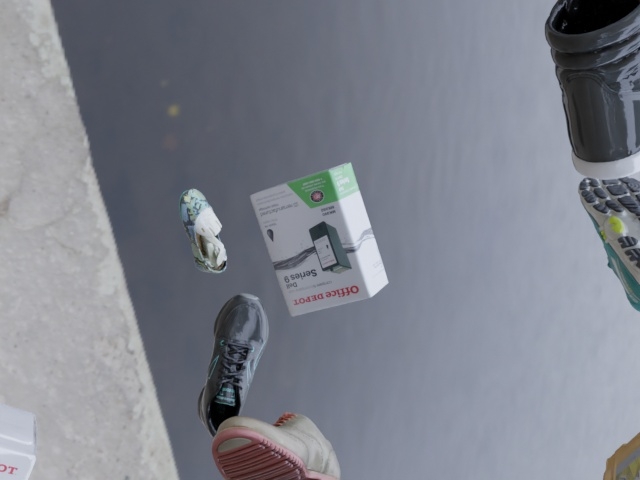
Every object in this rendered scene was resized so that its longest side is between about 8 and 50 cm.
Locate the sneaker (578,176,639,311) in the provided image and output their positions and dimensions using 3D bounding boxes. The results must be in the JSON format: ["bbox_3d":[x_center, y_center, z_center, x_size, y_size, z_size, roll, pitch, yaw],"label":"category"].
[{"bbox_3d":[0.455,-0.006,1.201,0.275,0.106,0.110,-90,176,-50],"label":"sneaker"}]

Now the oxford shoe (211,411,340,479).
[{"bbox_3d":[-0.071,0.336,1.284,0.348,0.122,0.130,52,25,-51],"label":"oxford shoe"}]

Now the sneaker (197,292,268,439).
[{"bbox_3d":[-0.148,0.226,1.389,0.106,0.101,0.268,-120,-138,-73],"label":"sneaker"}]

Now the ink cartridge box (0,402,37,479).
[{"bbox_3d":[-0.499,0.335,1.045,0.171,0.168,0.233,24,90,-22],"label":"ink cartridge box"}]

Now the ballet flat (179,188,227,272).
[{"bbox_3d":[-0.198,-0.012,1.397,0.070,0.070,0.188,-55,153,-33],"label":"ballet flat"}]

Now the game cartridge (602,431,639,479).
[{"bbox_3d":[0.578,0.504,1.466,0.324,0.052,0.286,93,12,-60],"label":"game cartridge"}]

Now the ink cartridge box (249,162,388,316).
[{"bbox_3d":[0.000,0.000,1.745,0.121,0.211,0.289,-30,103,-63],"label":"ink cartridge box"}]

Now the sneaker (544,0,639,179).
[{"bbox_3d":[0.294,-0.199,0.696,0.296,0.104,0.147,-49,129,-30],"label":"sneaker"}]
